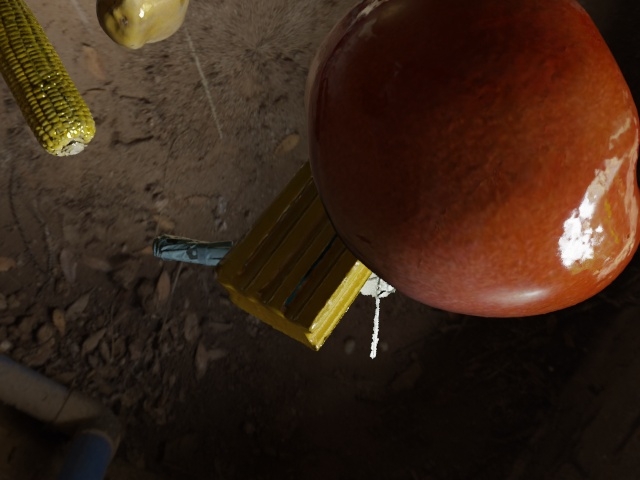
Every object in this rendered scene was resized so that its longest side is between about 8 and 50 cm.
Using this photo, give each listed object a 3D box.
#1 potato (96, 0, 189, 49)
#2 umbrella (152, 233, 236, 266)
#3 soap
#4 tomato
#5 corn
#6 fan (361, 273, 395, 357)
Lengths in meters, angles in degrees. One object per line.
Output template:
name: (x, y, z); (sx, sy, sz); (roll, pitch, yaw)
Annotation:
potato: (-0.113, -0.156, 0.451); (0.062, 0.083, 0.068); (6, 132, 21)
umbrella: (-0.198, 0.021, 1.373); (0.251, 0.052, 0.053); (6, 144, 4)
soap: (0.000, -0.001, 1.193); (0.204, 0.096, 0.324); (28, 66, 24)
tomato: (0.130, -0.083, 0.677); (0.273, 0.341, 0.341); (-22, 106, 2)
corn: (-0.320, -0.188, 0.805); (0.072, 0.072, 0.203); (-29, 88, 3)
fan: (0.127, 0.103, 1.588); (0.191, 0.009, 0.329); (-6, 103, -36)
